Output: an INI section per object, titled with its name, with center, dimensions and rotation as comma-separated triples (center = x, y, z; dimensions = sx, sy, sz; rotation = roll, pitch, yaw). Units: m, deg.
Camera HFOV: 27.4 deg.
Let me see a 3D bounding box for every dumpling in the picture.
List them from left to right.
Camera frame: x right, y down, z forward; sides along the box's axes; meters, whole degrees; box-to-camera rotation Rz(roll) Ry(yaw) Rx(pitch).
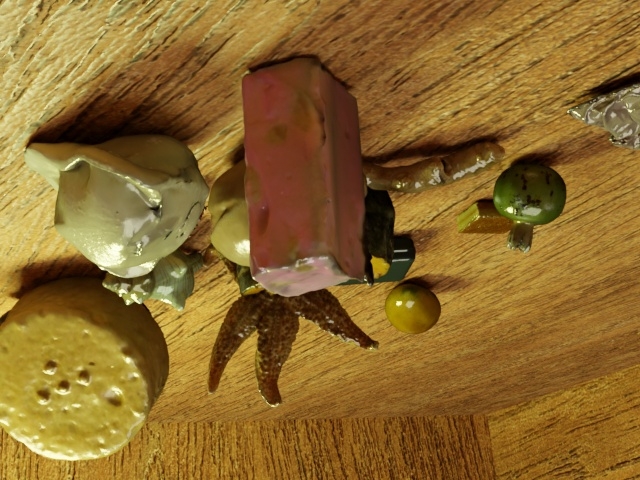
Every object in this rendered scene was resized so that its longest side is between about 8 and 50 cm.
[dumpling]
center = -0.276, -0.076, 1.746
dimensions = 0.243, 0.187, 0.318
rotation = 32, 155, 7

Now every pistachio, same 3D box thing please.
[pistachio]
center = -0.053, -0.050, 1.837
dimensions = 0.182, 0.162, 0.293
rotation = -3, 165, -38

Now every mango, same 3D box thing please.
[mango]
center = 0.184, 0.136, 2.694
dimensions = 0.111, 0.089, 0.163
rotation = -26, 147, 21

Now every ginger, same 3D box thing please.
[ginger]
center = 0.128, -0.096, 1.917
dimensions = 0.288, 0.075, 0.089
rotation = -11, -175, -2

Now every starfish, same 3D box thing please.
[starfish]
center = -0.070, 0.098, 2.167
dimensions = 0.375, 0.327, 0.094
rotation = -35, 158, -19

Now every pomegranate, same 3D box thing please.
[pomegranate]
center = 0.320, -0.051, 2.025
dimensions = 0.115, 0.142, 0.114
rotation = 11, 180, 0

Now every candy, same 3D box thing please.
[candy]
center = -0.018, -0.073, 1.598
dimensions = 0.116, 0.265, 0.155
rotation = -9, 164, 22

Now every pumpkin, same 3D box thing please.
[pumpkin]
center = 0.000, -0.001, 2.066
dimensions = 0.190, 0.139, 0.280
rotation = 4, 162, -26

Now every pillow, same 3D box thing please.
[pillow]
center = 0.460, -0.169, 1.846
dimensions = 0.135, 0.049, 0.248
rotation = -23, 160, 33

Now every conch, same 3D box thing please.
[conch]
center = -0.263, 0.049, 2.165
dimensions = 0.234, 0.137, 0.114
rotation = -7, 140, -34

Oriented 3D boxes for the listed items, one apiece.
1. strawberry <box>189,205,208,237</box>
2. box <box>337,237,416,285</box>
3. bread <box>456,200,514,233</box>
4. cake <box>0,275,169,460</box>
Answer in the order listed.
[strawberry]
center = -0.215, -0.046, 1.976
dimensions = 0.083, 0.073, 0.073
rotation = 37, 149, -12
[box]
center = 0.050, 0.042, 2.381
dimensions = 0.230, 0.050, 0.160
rotation = -5, 164, -7
[bread]
center = 0.292, -0.039, 2.232
dimensions = 0.094, 0.035, 0.090
rotation = -1, 162, -19
[cake]
center = -0.429, 0.202, 2.419
dimensions = 0.332, 0.332, 0.321
rotation = -10, -159, 9
